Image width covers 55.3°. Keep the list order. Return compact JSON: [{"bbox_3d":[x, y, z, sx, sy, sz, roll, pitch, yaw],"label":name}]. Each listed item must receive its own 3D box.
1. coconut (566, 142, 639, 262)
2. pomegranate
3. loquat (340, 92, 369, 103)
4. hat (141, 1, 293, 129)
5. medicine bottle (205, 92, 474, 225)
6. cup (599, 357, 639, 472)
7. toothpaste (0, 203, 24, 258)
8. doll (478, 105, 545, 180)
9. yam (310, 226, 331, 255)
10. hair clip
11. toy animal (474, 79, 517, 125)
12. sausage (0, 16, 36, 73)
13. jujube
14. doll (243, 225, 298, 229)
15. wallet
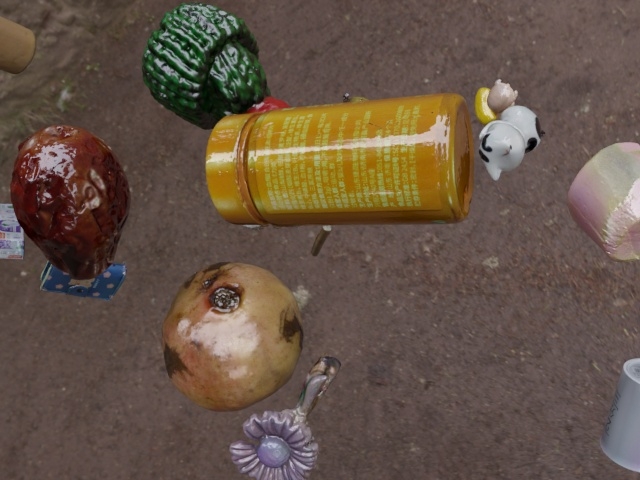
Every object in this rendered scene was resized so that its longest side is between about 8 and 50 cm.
[{"bbox_3d":[0.686,-0.096,1.381,0.233,0.233,0.245,-35,42,17],"label":"coconut"},{"bbox_3d":[-0.184,0.200,1.307,0.322,0.322,0.321,-12,66,29],"label":"pomegranate"},{"bbox_3d":[0.110,-0.364,1.947,0.150,0.204,0.172,23,52,36],"label":"loquat"},{"bbox_3d":[-0.173,-0.314,1.250,0.332,0.274,0.242,37,106,10],"label":"hat"},{"bbox_3d":[0.016,-0.059,0.476,0.192,0.096,0.096,0,72,24],"label":"medicine bottle"},{"bbox_3d":[0.369,0.194,0.709,0.074,0.104,0.116,3,112,8],"label":"cup"},{"bbox_3d":[-0.568,-0.020,1.117,0.196,0.047,0.040,41,124,56],"label":"toothpaste"},{"bbox_3d":[0.411,-0.217,1.333,0.107,0.110,0.181,30,49,28],"label":"doll"},{"bbox_3d":[0.000,0.000,1.756,0.145,0.032,0.032,116,145,-55],"label":"yam"},{"bbox_3d":[-0.054,0.364,1.218,0.173,0.069,0.300,30,93,-3],"label":"hair clip"},{"bbox_3d":[0.426,-0.334,1.473,0.114,0.082,0.091,-54,49,38],"label":"toy animal"},{"bbox_3d":[-0.417,-0.237,0.578,0.066,0.301,0.065,-7,76,29],"label":"sausage"},{"bbox_3d":[-0.438,-0.063,1.075,0.198,0.290,0.197,4,42,-4],"label":"jujube"},{"bbox_3d":[-0.075,-0.079,1.261,0.222,0.105,0.114,-3,40,24],"label":"doll"},{"bbox_3d":[-0.652,0.102,1.682,0.141,0.202,0.059,-48,45,35],"label":"wallet"}]
